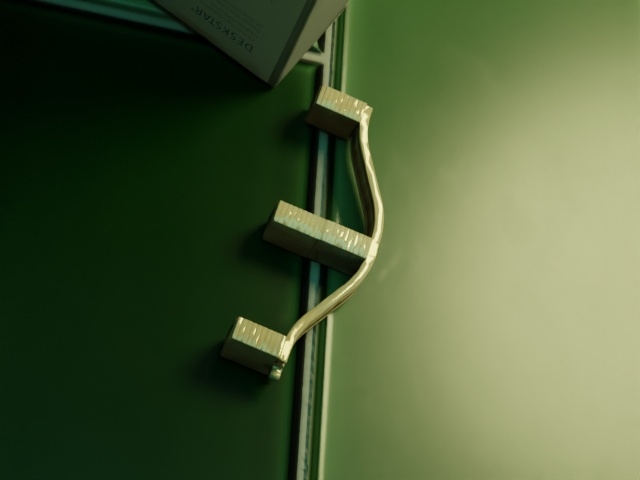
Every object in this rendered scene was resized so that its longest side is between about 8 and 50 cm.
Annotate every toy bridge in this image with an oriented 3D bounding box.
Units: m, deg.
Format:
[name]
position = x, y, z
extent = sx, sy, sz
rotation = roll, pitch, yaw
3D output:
[toy bridge]
position = 0.000, 0.000, 1.055
extent = 0.063, 0.026, 0.188
rotation = 23, 57, -7

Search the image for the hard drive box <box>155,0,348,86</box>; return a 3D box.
[hard drive box]
position = -0.045, -0.223, 1.043
extent = 0.181, 0.232, 0.089
rotation = 37, 56, 3
